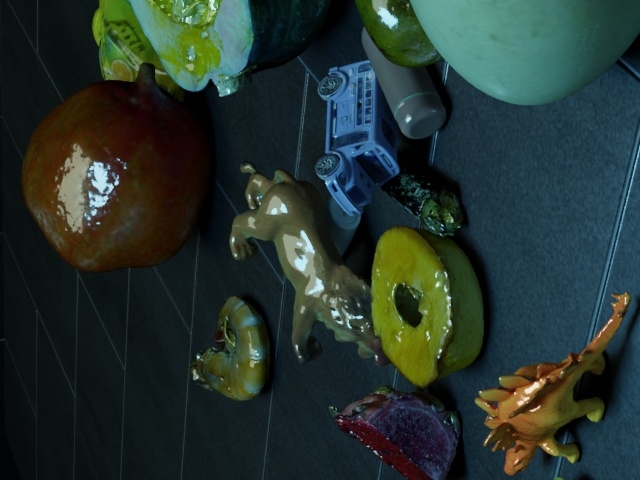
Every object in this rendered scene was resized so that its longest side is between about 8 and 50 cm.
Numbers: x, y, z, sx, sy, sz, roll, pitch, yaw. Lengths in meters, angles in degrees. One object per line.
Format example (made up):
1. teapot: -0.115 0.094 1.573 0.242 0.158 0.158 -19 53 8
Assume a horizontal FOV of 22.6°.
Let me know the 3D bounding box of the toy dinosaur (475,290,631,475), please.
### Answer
1. toy dinosaur: 0.198 0.143 1.451 0.288 0.117 0.070 108 147 -52

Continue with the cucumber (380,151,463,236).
1. cucumber: 0.099 -0.055 1.719 0.181 0.053 0.053 -135 42 -60

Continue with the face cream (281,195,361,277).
1. face cream: 0.000 0.000 1.972 0.072 0.051 0.182 65 153 15

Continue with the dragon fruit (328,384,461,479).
1. dragon fruit: 0.096 0.198 1.758 0.147 0.096 0.102 40 166 -11

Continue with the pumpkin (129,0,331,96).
1. pumpkin: -0.087 -0.320 1.887 0.293 0.197 0.263 -2 109 61

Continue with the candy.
1. candy: -0.297 -0.289 2.556 0.297 0.081 0.187 59 151 26

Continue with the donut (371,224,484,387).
1. donut: 0.116 0.065 1.700 0.178 0.065 0.162 -120 35 -44

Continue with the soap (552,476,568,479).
1. soap: 0.244 0.286 1.485 0.089 0.045 0.140 98 152 -42

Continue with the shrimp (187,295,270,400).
1. shrimp: -0.141 0.158 2.365 0.287 0.063 0.152 173 91 -65

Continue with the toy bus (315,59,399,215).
1. toy bus: 0.043 -0.112 1.718 0.073 0.076 0.167 49 -147 -47

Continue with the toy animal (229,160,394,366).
1. toy animal: -0.006 0.022 1.874 0.157 0.097 0.312 -37 80 47

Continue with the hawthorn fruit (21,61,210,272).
1. hawthorn fruit: -0.298 -0.096 2.407 0.311 0.295 0.295 -30 68 42

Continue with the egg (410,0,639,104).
1. egg: 0.167 -0.229 1.257 0.295 0.218 0.218 89 159 -45

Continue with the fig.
1. fig: 0.126 -0.247 1.535 0.126 0.185 0.133 15 -124 -69

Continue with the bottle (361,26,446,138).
1. bottle: 0.087 -0.173 1.691 0.053 0.053 0.140 111 143 -51
